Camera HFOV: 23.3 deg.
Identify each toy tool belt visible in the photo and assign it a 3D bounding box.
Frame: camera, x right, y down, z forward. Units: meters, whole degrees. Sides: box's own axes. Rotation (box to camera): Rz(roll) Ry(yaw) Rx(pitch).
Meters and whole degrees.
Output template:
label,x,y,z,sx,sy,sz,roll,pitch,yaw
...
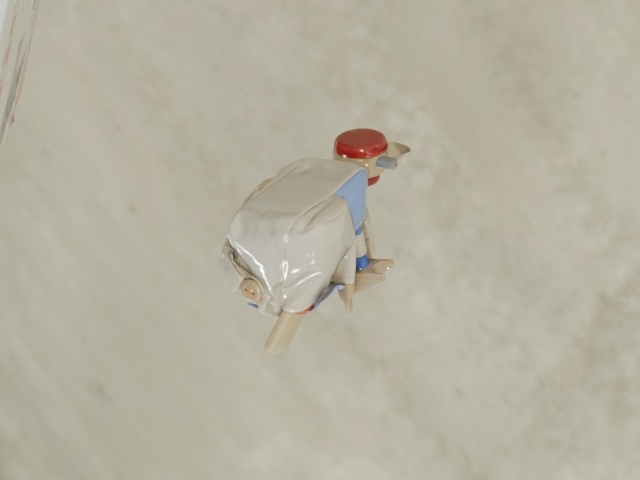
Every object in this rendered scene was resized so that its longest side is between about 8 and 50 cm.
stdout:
label,x,y,z,sx,sy,sz,roll,pitch,yaw
toy tool belt,0.000,0.000,0.533,0.052,0.083,0.051,11,121,26

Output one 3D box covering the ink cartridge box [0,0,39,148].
label,x,y,z,sx,sy,sz,roll,pitch,yaw
ink cartridge box,-0.134,-0.115,0.457,0.273,0.114,0.197,-110,33,-72
